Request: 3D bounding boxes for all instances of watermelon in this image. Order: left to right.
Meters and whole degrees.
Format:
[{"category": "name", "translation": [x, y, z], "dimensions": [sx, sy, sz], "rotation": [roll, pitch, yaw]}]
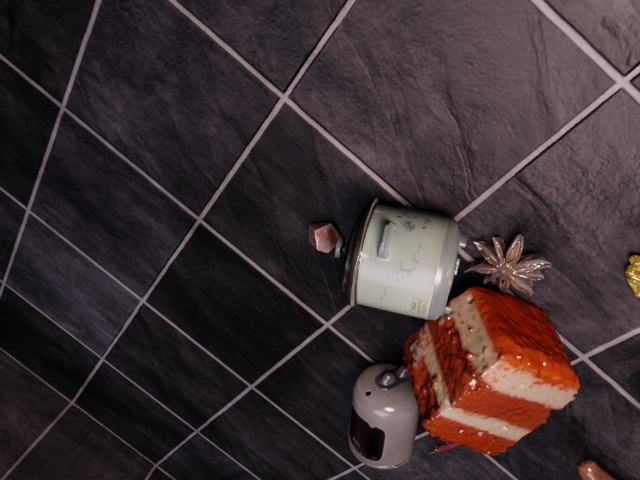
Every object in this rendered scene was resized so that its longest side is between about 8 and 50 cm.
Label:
[{"category": "watermelon", "translation": [-0.001, -0.006, 1.407], "dimensions": [0.092, 0.072, 0.085], "rotation": [-19, 96, 38]}]

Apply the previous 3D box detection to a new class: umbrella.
[{"category": "umbrella", "translation": [0.416, 0.663, 1.710], "dimensions": [0.165, 0.025, 0.027], "rotation": [-36, 84, 35]}]

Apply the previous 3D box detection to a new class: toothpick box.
[{"category": "toothpick box", "translation": [0.202, 0.504, 1.591], "dimensions": [0.228, 0.229, 0.317], "rotation": [13, 125, 16]}]

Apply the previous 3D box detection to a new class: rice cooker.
[{"category": "rice cooker", "translation": [0.177, 0.045, 1.241], "dimensions": [0.316, 0.265, 0.317], "rotation": [14, 162, 5]}]

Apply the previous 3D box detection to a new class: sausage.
[{"category": "sausage", "translation": [0.866, 0.741, 1.529], "dimensions": [0.304, 0.078, 0.078], "rotation": [39, 129, -4]}]

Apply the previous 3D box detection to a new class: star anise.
[{"category": "star anise", "translation": [0.439, 0.051, 1.251], "dimensions": [0.182, 0.065, 0.195], "rotation": [23, 139, 11]}]

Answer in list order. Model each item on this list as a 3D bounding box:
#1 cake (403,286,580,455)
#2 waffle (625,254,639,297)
[{"category": "cake", "translation": [0.390, 0.300, 1.268], "dimensions": [0.269, 0.270, 0.320], "rotation": [23, 122, -22]}, {"category": "waffle", "translation": [0.759, 0.088, 1.142], "dimensions": [0.149, 0.051, 0.194], "rotation": [-31, 101, 36]}]
